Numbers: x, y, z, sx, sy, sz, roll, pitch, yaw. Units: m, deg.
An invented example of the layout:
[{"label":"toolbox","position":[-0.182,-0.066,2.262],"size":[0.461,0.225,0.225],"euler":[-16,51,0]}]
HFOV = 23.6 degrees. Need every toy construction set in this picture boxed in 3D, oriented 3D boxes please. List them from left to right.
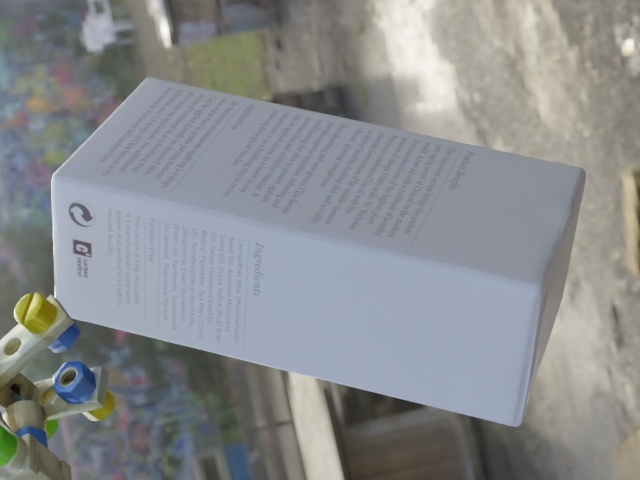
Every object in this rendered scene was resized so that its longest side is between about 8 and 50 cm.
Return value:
[{"label":"toy construction set","position":[-0.316,0.201,1.244],"size":[0.151,0.328,0.215],"euler":[33,-147,-38]}]

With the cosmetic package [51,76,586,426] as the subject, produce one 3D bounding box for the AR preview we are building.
[{"label":"cosmetic package","position":[0.000,0.000,1.446],"size":[0.230,0.453,0.161],"euler":[-58,-23,-55]}]
